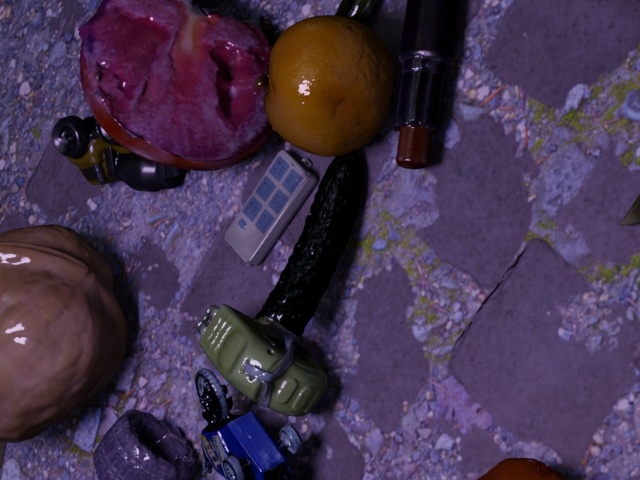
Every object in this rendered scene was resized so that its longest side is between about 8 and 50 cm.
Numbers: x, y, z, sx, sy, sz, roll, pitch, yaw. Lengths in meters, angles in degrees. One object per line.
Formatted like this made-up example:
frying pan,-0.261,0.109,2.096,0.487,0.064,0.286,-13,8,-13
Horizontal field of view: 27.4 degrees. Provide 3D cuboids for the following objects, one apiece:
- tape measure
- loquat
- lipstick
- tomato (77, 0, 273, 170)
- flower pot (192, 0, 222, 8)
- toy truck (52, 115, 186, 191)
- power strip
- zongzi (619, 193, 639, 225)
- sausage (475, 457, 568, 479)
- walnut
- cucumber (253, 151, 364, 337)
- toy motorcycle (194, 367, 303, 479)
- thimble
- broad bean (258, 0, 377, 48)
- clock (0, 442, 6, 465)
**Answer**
tape measure,-0.074,0.179,1.899,0.106,0.175,0.200,-59,28,3
loquat,0.009,-0.225,1.914,0.208,0.208,0.208,-11,73,36
lipstick,0.151,-0.248,1.887,0.081,0.081,0.299,-1,77,38
tomato,-0.236,-0.225,2.058,0.176,0.335,0.289,126,160,-56
flower pot,-0.214,-0.564,2.115,0.283,0.299,0.299,-55,52,23
toy truck,-0.333,-0.154,2.223,0.224,0.147,0.165,-10,100,36
power strip,-0.078,-0.051,2.050,0.081,0.035,0.192,46,107,36
zongzi,0.425,-0.074,1.651,0.113,0.052,0.104,-12,63,50
sausage,0.213,0.367,1.657,0.258,0.133,0.133,-36,59,25
walnut,-0.496,0.154,2.152,0.381,0.381,0.381,-11,73,36
cucumber,0.000,0.000,1.922,0.081,0.072,0.303,23,72,10
toy motorcycle,-0.099,0.332,1.913,0.315,0.113,0.169,51,150,26
thimble,-0.271,0.342,2.037,0.097,0.150,0.150,-53,53,14
broad bean,0.019,-0.362,2.040,0.292,0.049,0.144,-33,60,29
clock,-0.663,0.370,2.419,0.235,0.029,0.235,-13,70,37
